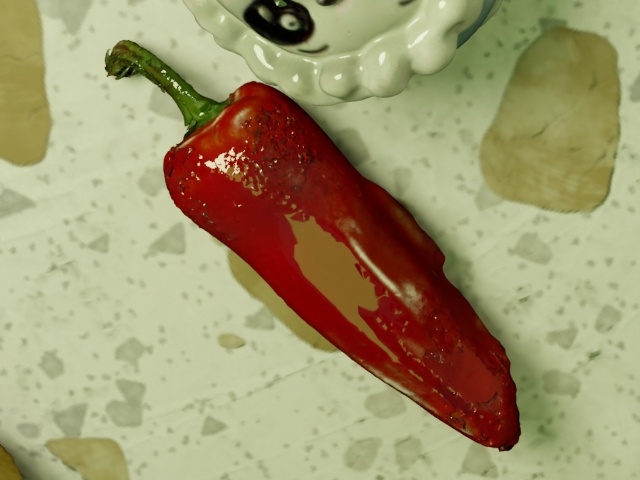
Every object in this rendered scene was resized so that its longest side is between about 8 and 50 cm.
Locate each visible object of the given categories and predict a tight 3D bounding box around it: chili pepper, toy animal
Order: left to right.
[{"bbox_3d":[0.000,0.000,1.059,0.110,0.110,0.387,-43,97,17],"label":"chili pepper"},{"bbox_3d":[0.028,-0.168,0.955,0.208,0.204,0.156,-26,100,22],"label":"toy animal"}]

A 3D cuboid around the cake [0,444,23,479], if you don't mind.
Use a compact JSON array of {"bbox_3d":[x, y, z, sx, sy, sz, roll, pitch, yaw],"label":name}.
[{"bbox_3d":[-0.286,0.225,1.147,0.208,0.178,0.185,24,89,32],"label":"cake"}]
